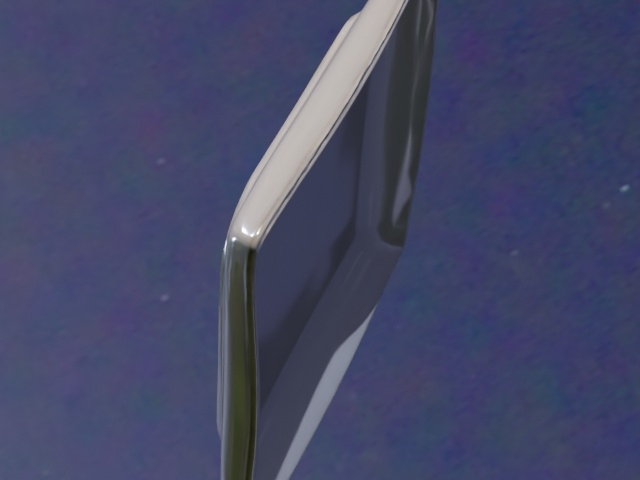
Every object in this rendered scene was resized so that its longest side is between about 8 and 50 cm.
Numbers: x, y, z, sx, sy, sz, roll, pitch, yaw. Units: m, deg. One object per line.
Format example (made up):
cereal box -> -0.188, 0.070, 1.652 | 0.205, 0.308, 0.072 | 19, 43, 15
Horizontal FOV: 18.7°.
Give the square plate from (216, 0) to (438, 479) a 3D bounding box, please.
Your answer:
square plate -> 0.000, 0.000, 1.414 | 0.049, 0.344, 0.347 | 18, -41, 12
